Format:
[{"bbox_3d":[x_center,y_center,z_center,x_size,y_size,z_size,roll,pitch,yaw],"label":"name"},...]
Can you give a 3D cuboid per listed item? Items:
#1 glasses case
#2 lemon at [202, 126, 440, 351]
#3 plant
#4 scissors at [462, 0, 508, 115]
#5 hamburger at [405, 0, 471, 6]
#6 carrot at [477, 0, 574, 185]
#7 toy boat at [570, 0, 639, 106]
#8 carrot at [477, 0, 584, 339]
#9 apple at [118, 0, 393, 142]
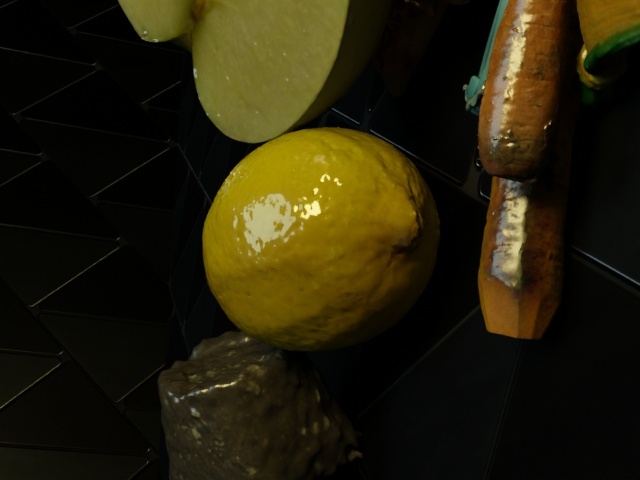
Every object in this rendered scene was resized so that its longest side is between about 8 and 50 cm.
[{"bbox_3d":[0.091,-0.249,1.053,0.193,0.070,0.102,116,154,-46],"label":"glasses case"},{"bbox_3d":[-0.003,0.001,0.968,0.263,0.236,0.236,-34,42,26],"label":"lemon"},{"bbox_3d":[-0.068,0.249,1.085,0.188,0.199,0.276,1,114,42],"label":"plant"},{"bbox_3d":[0.182,-0.284,0.742,0.180,0.032,0.393,176,112,-78],"label":"scissors"},{"bbox_3d":[0.117,-0.320,0.853,0.231,0.106,0.231,0,-90,-78],"label":"hamburger"},{"bbox_3d":[0.151,-0.133,0.677,0.060,0.060,0.186,-161,79,-73],"label":"carrot"},{"bbox_3d":[0.221,-0.139,0.594,0.088,0.089,0.229,60,165,-10],"label":"toy boat"},{"bbox_3d":[0.171,-0.081,0.730,0.066,0.066,0.314,-178,98,-73],"label":"carrot"},{"bbox_3d":[-0.072,-0.308,0.968,0.312,0.320,0.360,-83,19,-46],"label":"apple"}]
